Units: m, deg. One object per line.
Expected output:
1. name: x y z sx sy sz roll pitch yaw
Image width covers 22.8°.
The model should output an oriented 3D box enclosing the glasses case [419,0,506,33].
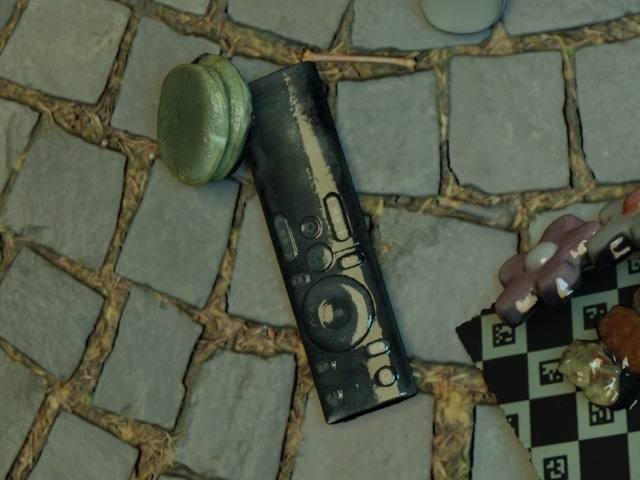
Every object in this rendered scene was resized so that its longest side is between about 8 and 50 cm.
1. glasses case: 0.145 -0.327 1.616 0.092 0.059 0.233 2 109 14

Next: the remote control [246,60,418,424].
1. remote control: 0.000 0.000 1.678 0.107 0.044 0.378 -22 76 24

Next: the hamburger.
1. hamburger: -0.125 -0.129 1.712 0.133 0.062 0.140 23 113 50

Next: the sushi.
1. sushi: 0.286 0.094 1.506 0.290 0.050 0.264 -36 52 13

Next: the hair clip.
1. hair clip: 0.271 0.003 1.518 0.257 0.146 0.075 -23 119 31
